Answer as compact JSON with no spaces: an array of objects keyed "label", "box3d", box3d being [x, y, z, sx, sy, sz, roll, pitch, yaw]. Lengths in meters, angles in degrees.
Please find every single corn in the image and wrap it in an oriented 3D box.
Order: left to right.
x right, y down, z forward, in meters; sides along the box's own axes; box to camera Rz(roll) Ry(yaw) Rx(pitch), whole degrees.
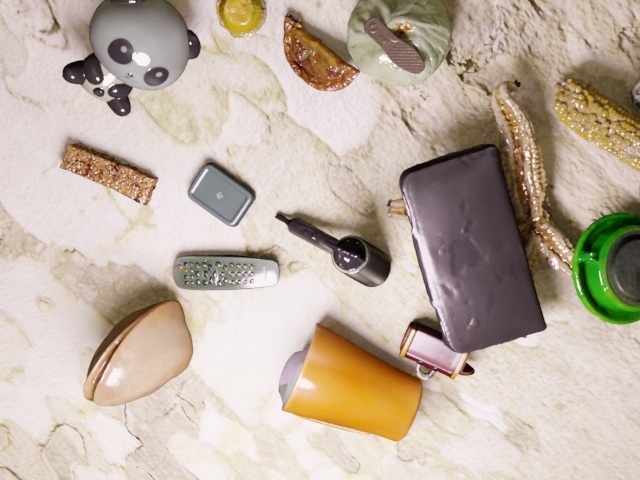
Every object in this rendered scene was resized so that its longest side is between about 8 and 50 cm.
[{"label":"corn","box3d":[0.532,-0.193,1.466,0.288,0.086,0.086,41,102,23]}]

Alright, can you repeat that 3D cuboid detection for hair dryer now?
[{"label":"hair dryer","box3d":[0.000,0.000,1.568,0.248,0.195,0.078,26,88,25]}]

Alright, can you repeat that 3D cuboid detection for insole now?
[{"label":"insole","box3d":[0.131,-0.346,1.461,0.135,0.002,0.045,44,106,-2]}]

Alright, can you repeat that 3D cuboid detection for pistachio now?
[{"label":"pistachio","box3d":[-0.352,0.219,1.594,0.163,0.260,0.212,19,106,16]}]

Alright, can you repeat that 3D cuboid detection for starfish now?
[{"label":"starfish","box3d":[0.313,-0.042,1.547,0.324,0.082,0.432,-26,101,12]}]

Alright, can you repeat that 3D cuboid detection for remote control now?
[{"label":"remote control","box3d":[-0.190,0.065,1.657,0.222,0.042,0.072,0,97,9]}]

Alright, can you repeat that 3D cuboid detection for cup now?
[{"label":"cup","box3d":[0.048,0.298,1.606,0.264,0.182,0.226,23,133,-2]}]

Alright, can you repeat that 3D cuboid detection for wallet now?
[{"label":"wallet","box3d":[0.276,0.026,1.501,0.197,0.051,0.377,-17,99,5]}]

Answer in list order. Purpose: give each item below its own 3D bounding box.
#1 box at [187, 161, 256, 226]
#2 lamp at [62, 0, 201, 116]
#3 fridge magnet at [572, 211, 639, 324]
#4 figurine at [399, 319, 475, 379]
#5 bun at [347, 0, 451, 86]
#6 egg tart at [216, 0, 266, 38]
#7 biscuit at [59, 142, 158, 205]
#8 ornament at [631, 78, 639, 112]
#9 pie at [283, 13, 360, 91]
[{"label":"box","box3d":[-0.199,-0.091,1.642,0.126,0.031,0.091,37,100,3]},{"label":"lamp","box3d":[-0.361,-0.360,1.560,0.244,0.198,0.197,-36,91,27]},{"label":"fridge magnet","box3d":[0.557,0.051,1.506,0.208,0.088,0.208,1,88,-19]},{"label":"figurine","box3d":[0.227,0.229,1.594,0.154,0.082,0.098,25,94,4]},{"label":"bun","box3d":[0.142,-0.381,1.514,0.196,0.118,0.195,2,98,11]},{"label":"egg tart","box3d":[-0.155,-0.445,1.586,0.105,0.039,0.105,1,97,6]},{"label":"biscuit","box3d":[-0.429,-0.137,1.667,0.199,0.034,0.064,24,100,4]},{"label":"ornament","box3d":[0.642,-0.270,1.482,0.156,0.074,0.081,-7,54,9]},{"label":"pie","box3d":[-0.014,-0.348,1.579,0.191,0.033,0.088,43,113,13]}]
